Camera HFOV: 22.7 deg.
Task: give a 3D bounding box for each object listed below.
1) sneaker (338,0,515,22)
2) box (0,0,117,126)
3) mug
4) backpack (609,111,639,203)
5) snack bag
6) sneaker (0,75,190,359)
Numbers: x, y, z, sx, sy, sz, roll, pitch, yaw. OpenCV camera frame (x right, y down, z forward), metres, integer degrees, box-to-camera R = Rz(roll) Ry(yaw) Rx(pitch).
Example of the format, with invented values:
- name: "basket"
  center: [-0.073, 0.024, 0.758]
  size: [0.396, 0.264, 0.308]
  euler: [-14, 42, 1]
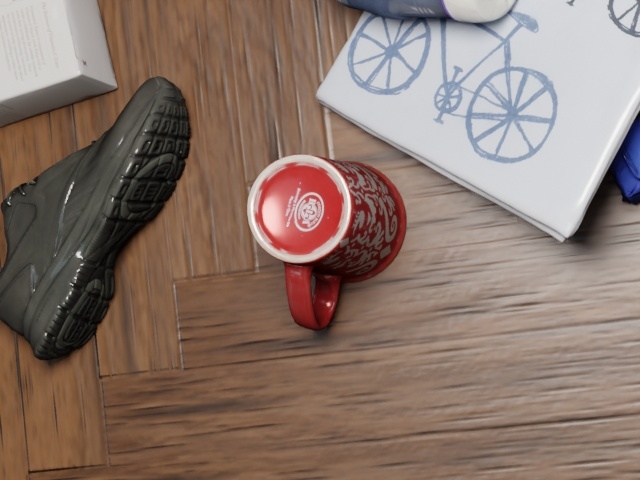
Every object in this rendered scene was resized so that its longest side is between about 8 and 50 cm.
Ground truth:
- name: "sneaker"
  center: [0.088, -0.350, 1.365]
  size: [0.236, 0.130, 0.323]
  euler: [18, 92, 37]
- name: "box"
  center: [-0.299, -0.187, 1.521]
  size: [0.170, 0.091, 0.130]
  euler: [-15, 82, 14]
- name: "mug"
  center: [0.009, -0.005, 1.391]
  size: [0.113, 0.169, 0.150]
  euler: [-17, 82, 12]
- name: "backpack"
  center: [0.276, -0.109, 1.365]
  size: [0.098, 0.101, 0.120]
  euler: [-27, 77, 5]
- name: "snack bag"
  center: [0.176, -0.210, 1.359]
  size: [0.323, 0.037, 0.342]
  euler: [32, 96, 41]
- name: "sneaker"
  center: [-0.228, -0.035, 1.491]
  size: [0.130, 0.109, 0.286]
  euler: [32, 93, 20]
